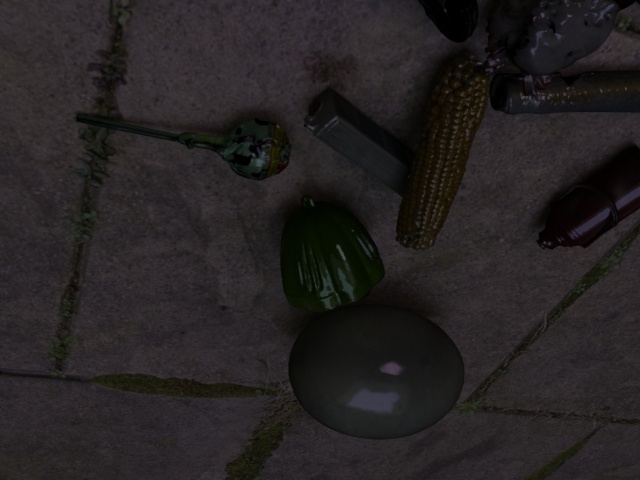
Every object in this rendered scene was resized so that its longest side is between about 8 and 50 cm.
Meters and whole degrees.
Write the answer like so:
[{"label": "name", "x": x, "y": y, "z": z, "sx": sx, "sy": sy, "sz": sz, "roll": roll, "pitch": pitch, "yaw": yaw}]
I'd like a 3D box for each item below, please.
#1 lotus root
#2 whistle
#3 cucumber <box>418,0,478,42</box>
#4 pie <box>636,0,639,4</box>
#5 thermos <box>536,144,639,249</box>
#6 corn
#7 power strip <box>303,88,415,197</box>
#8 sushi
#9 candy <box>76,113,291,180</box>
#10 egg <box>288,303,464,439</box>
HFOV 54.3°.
[{"label": "lotus root", "x": 0.000, "y": 0.000, "z": 1.028, "sx": 0.186, "sy": 0.186, "sz": 0.186, "roll": -6, "pitch": 135, "yaw": -6}, {"label": "whistle", "x": 0.417, "y": -0.223, "z": 0.941, "sx": 0.326, "sy": 0.057, "sz": 0.068, "roll": -3, "pitch": 92, "yaw": -10}, {"label": "cucumber", "x": 0.113, "y": -0.354, "z": 0.740, "sx": 0.081, "sy": 0.072, "sz": 0.303, "roll": -37, "pitch": 131, "yaw": 21}, {"label": "pie", "x": 0.478, "y": -0.373, "z": 0.820, "sx": 0.154, "sy": 0.036, "sz": 0.155, "roll": -6, "pitch": 135, "yaw": -6}, {"label": "thermos", "x": 0.485, "y": -0.058, "z": 1.102, "sx": 0.232, "sy": 0.099, "sz": 0.124, "roll": -42, "pitch": 167, "yaw": 29}, {"label": "corn", "x": 0.175, "y": -0.126, "z": 0.908, "sx": 0.086, "sy": 0.086, "sz": 0.289, "roll": 12, "pitch": 100, "yaw": -22}, {"label": "power strip", "x": 0.088, "y": -0.134, "z": 0.951, "sx": 0.272, "sy": 0.078, "sz": 0.052, "roll": 29, "pitch": 124, "yaw": -33}, {"label": "sushi", "x": 0.335, "y": -0.331, "z": 0.766, "sx": 0.124, "sy": 0.130, "sz": 0.332, "roll": 23, "pitch": 128, "yaw": -26}, {"label": "candy", "x": -0.192, "y": -0.152, "z": 0.893, "sx": 0.305, "sy": 0.083, "sz": 0.091, "roll": 10, "pitch": 134, "yaw": -10}, {"label": "egg", "x": 0.111, "y": 0.254, "z": 1.217, "sx": 0.351, "sy": 0.259, "sz": 0.259, "roll": 11, "pitch": 132, "yaw": -15}]
